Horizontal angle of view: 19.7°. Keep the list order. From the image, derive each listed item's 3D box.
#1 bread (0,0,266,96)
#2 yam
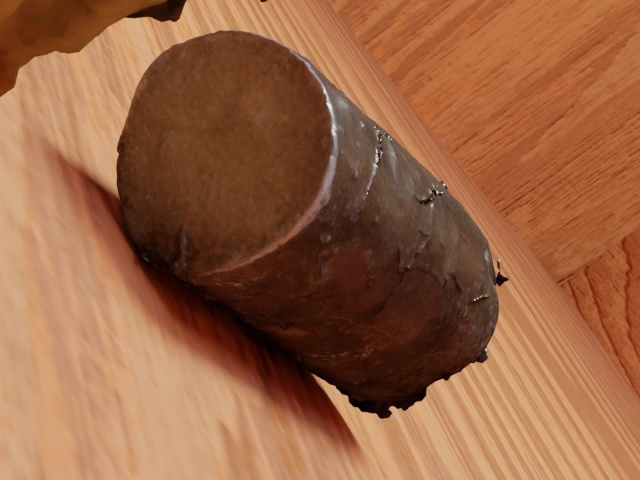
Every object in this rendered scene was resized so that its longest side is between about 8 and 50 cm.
[{"bbox_3d":[-0.087,-0.130,0.358,0.169,0.140,0.160,51,17,-43],"label":"bread"},{"bbox_3d":[-0.001,-0.001,0.551,0.079,0.079,0.141,56,9,29],"label":"yam"}]
